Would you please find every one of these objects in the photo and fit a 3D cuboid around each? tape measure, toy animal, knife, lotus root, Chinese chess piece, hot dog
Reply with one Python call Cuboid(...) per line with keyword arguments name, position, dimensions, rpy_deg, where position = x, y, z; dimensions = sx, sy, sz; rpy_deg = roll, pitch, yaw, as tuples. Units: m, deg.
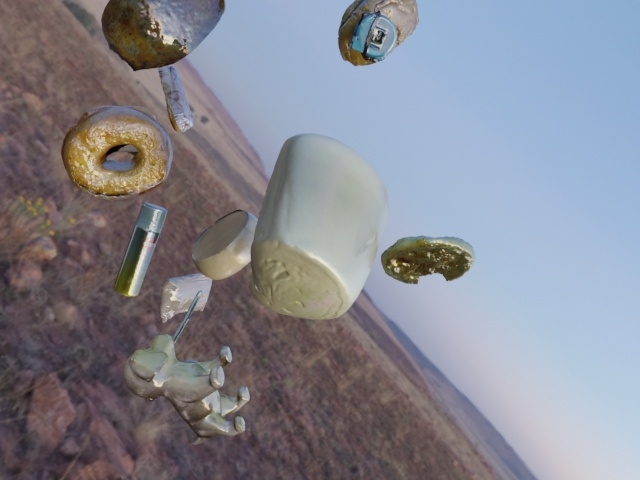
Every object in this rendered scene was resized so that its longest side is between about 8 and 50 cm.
Cuboid(name="tape measure", position=(0.165, -0.621, 1.798), dimensions=(0.125, 0.146, 0.081), rpy_deg=(18, 20, -14))
Cuboid(name="toy animal", position=(-0.223, 0.256, 1.031), dimensions=(0.233, 0.168, 0.121), rpy_deg=(59, 13, -26))
Cuboid(name="knife", position=(-0.375, 0.220, 1.641), dimensions=(0.015, 0.210, 0.028), rpy_deg=(30, 21, -5))
Cuboid(name="lotus root", position=(-0.405, -0.588, 1.515), dimensions=(0.210, 0.314, 0.142), rpy_deg=(41, -12, 9))
Cuboid(name="Chinese chess piece", position=(-0.296, 0.013, 1.896), dimensions=(0.103, 0.249, 0.250), rpy_deg=(52, -1, -26))
Cuboid(name="hot dog", position=(-0.513, -0.501, 2.081), dimensions=(0.131, 0.069, 0.253), rpy_deg=(30, 42, -81))

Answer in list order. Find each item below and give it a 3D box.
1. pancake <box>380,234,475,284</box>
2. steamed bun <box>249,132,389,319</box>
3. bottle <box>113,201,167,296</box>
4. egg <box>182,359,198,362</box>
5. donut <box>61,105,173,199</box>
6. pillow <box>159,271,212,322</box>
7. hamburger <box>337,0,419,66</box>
Cuboid(name="pancake", position=(0.277, 0.053, 1.526), dimensions=(0.253, 0.253, 0.037), rpy_deg=(49, 35, -53))
Cuboid(name="steamed bun", position=(0.000, 0.000, 1.433), dimensions=(0.289, 0.372, 0.456), rpy_deg=(15, -22, 3))
Cuboid(name="bottle", position=(-0.553, 0.027, 1.813), dimensions=(0.082, 0.286, 0.082), rpy_deg=(20, 5, -2))
Cuboid(name="egg", position=(-0.514, 0.574, 2.354), dimensions=(0.146, 0.146, 0.199), rpy_deg=(49, 28, -73))
Cuboid(name="donut", position=(-0.607, -0.259, 1.784), dimensions=(0.299, 0.317, 0.150), rpy_deg=(46, -1, -29))
Cuboid(name="pillow", position=(-0.483, 0.198, 2.121), dimensions=(0.067, 0.174, 0.270), rpy_deg=(24, 15, 20))
Cuboid(name="hamburger", position=(0.183, -0.711, 1.896), dimensions=(0.133, 0.308, 0.211), rpy_deg=(60, 6, 25))
